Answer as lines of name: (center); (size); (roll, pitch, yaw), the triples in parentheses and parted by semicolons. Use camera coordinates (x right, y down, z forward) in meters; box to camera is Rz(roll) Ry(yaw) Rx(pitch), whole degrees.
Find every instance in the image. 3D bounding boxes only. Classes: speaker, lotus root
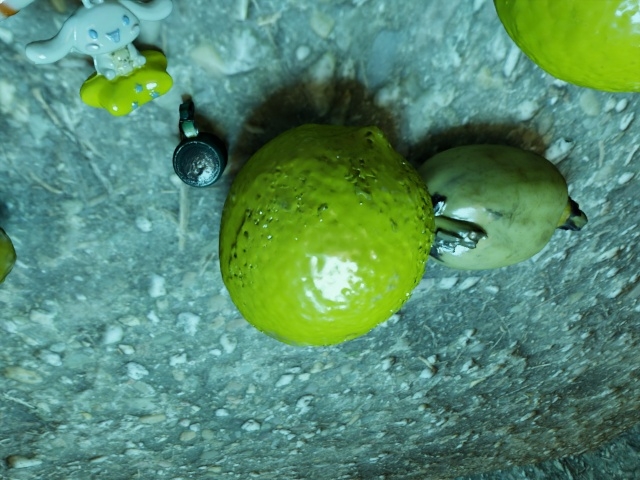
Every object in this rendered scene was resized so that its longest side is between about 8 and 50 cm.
speaker: (-0.153, -0.112, 0.519); (0.060, 0.075, 0.094); (-30, 111, 4)
lotus root: (0.269, -0.048, 0.643); (0.310, 0.182, 0.182); (-3, 135, -19)

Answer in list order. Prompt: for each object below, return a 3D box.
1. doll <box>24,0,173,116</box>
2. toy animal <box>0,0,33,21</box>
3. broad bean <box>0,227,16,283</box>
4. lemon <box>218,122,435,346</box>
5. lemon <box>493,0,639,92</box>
doll: (-0.198, -0.194, 0.427); (0.135, 0.071, 0.113); (-48, 153, -1)
toy animal: (-0.350, -0.164, 0.352); (0.282, 0.138, 0.140); (-35, 110, 25)
broad bean: (-0.464, -0.021, 0.480); (0.228, 0.122, 0.156); (29, 122, -35)
lemon: (0.000, 0.000, 0.548); (0.258, 0.258, 0.310); (16, 129, -30)
lemon: (0.291, -0.263, 0.363); (0.293, 0.293, 0.293); (-9, 136, -8)
